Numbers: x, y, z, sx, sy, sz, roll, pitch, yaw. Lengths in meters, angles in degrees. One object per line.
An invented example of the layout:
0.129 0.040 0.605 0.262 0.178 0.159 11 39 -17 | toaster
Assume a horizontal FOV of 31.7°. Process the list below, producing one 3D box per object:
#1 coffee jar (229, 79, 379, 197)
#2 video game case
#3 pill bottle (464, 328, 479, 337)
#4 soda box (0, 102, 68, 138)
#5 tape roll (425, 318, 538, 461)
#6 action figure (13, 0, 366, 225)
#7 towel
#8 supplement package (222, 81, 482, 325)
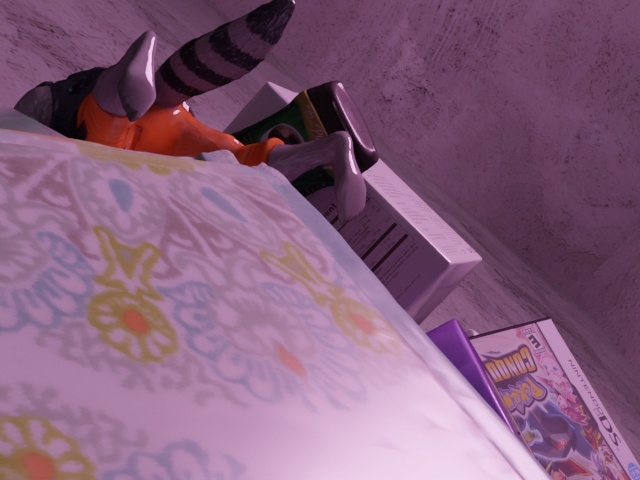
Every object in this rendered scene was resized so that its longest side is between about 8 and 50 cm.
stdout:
-0.041 -0.073 1.065 0.096 0.184 0.079 64 5 7 | coffee jar
0.239 0.215 1.263 0.275 0.035 0.248 -7 62 -47 | video game case
0.237 0.217 1.389 0.221 0.121 0.121 40 12 -8 | pill bottle
-0.188 -0.010 0.707 0.286 0.098 0.091 29 54 -12 | soda box
0.131 0.200 0.857 0.275 0.090 0.275 61 5 -8 | tape roll
-0.105 -0.074 0.883 0.341 0.178 0.330 8 -4 -38 | action figure
-0.057 0.083 0.500 0.320 0.090 0.374 3 38 -48 | towel
0.000 0.000 1.205 0.262 0.198 0.199 45 12 12 | supplement package
